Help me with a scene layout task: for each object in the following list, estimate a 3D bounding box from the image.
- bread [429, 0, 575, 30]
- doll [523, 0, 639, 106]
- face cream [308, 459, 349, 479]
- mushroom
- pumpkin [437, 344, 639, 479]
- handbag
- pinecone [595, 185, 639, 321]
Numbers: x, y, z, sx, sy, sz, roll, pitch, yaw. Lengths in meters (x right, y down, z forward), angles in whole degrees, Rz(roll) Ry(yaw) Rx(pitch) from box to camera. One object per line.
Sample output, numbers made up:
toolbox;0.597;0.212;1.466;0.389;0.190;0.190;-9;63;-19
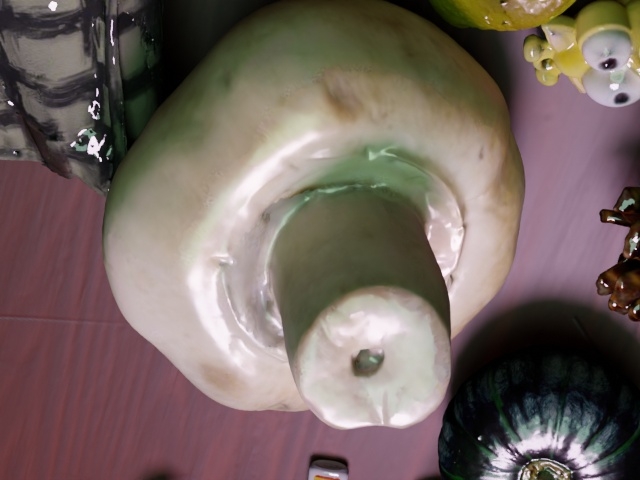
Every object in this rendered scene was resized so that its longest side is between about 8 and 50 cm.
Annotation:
bread;0.072;-0.324;1.248;0.166;0.112;0.383;-6;120;47
doll;0.305;-0.179;1.331;0.291;0.086;0.117;-15;144;17
face cream;0.005;0.254;1.636;0.040;0.021;0.083;8;119;5
mushroom;-0.007;-0.025;1.323;0.353;0.353;0.325;-17;94;17
pumpkin;0.206;0.189;1.506;0.202;0.140;0.202;2;116;5
handbag;-0.284;-0.197;1.375;0.325;0.162;0.327;8;126;8
pinecone;0.334;0.003;1.361;0.229;0.201;0.202;18;99;-39
